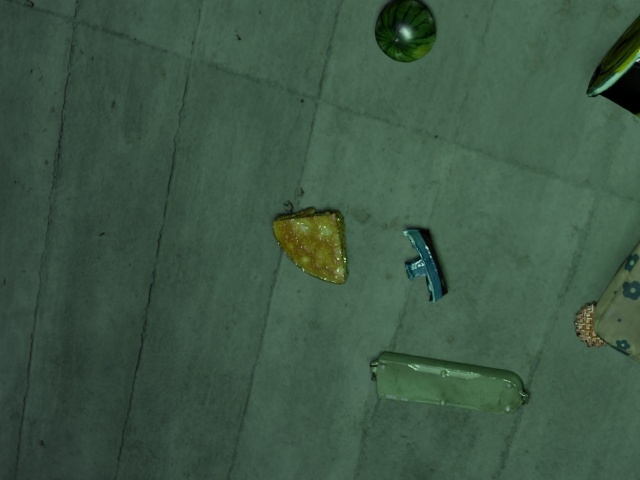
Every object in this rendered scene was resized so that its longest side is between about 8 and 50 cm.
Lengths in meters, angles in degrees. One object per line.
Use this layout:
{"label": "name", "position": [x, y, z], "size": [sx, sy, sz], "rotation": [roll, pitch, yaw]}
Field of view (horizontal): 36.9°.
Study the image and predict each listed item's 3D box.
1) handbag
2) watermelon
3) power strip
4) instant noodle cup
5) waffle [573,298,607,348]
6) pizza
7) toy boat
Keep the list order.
{"label": "handbag", "position": [0.547, 0.059, 1.448], "size": [0.190, 0.193, 0.251], "rotation": [30, 115, 8]}
{"label": "watermelon", "position": [0.132, -0.338, 1.558], "size": [0.105, 0.062, 0.105], "rotation": [12, 116, 25]}
{"label": "power strip", "position": [0.229, 0.256, 1.712], "size": [0.286, 0.048, 0.080], "rotation": [5, 110, 20]}
{"label": "instant noodle cup", "position": [0.536, -0.227, 1.368], "size": [0.236, 0.215, 0.215], "rotation": [38, 116, -1]}
{"label": "waffle", "position": [0.464, 0.138, 1.595], "size": [0.083, 0.029, 0.075], "rotation": [-39, 93, 23]}
{"label": "pizza", "position": [0.000, 0.000, 1.723], "size": [0.175, 0.046, 0.134], "rotation": [49, 117, 1]}
{"label": "toy boat", "position": [0.176, 0.043, 1.659], "size": [0.061, 0.060, 0.137], "rotation": [-17, 104, 3]}
